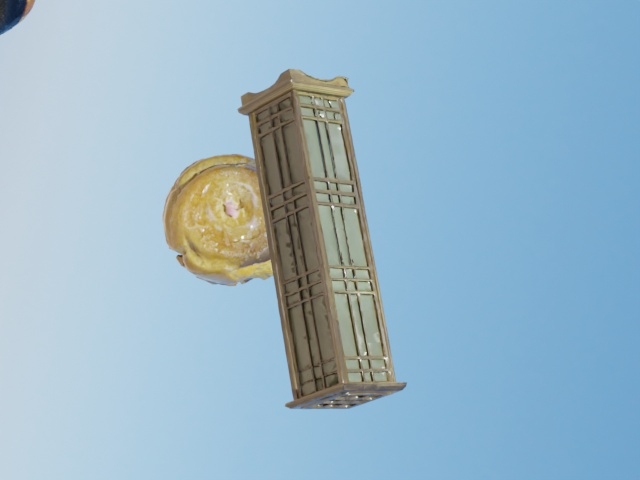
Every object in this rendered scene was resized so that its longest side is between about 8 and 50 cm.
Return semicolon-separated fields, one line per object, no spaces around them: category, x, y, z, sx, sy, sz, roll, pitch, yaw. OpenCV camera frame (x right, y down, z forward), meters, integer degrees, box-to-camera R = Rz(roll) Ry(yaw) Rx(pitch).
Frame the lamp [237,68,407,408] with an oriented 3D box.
lamp;0.000;0.000;1.624;0.089;0.090;0.325;-24;-109;45

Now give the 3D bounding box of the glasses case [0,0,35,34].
glasses case;-0.354;-0.228;1.265;0.082;0.321;0.122;-43;137;-49

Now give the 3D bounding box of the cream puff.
cream puff;-0.115;-0.026;2.175;0.129;0.189;0.189;130;-29;-75
